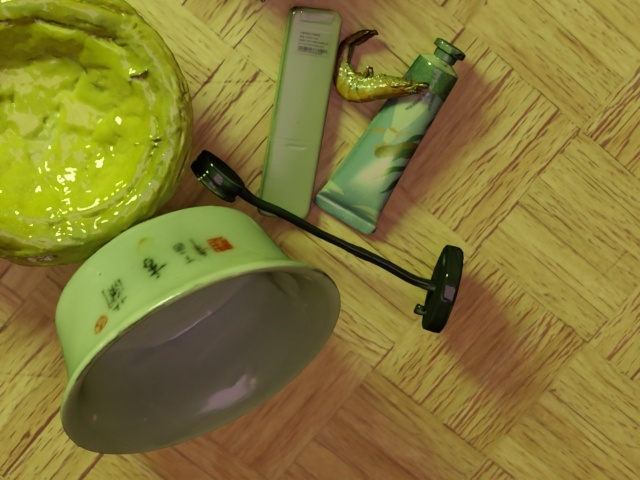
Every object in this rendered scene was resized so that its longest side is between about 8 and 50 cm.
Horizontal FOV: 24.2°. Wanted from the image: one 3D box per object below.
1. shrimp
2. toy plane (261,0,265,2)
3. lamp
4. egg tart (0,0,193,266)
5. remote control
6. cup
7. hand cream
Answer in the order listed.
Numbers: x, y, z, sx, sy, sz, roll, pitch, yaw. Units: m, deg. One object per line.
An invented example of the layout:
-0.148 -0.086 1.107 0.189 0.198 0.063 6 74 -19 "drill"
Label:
0.073 -0.205 1.781 0.127 0.025 0.091 10 93 21 "shrimp"
-0.006 -0.337 1.746 0.167 0.062 0.054 -29 107 11 "toy plane"
0.025 -0.027 1.800 0.371 0.130 0.108 36 105 -11 "lamp"
-0.321 -0.140 1.711 0.345 0.132 0.345 -2 104 -8 "egg tart"
-0.026 -0.153 1.806 0.067 0.029 0.261 7 105 -12 "remote control"
-0.165 0.083 1.727 0.347 0.163 0.347 -23 150 -14 "cup"
0.092 -0.129 1.820 0.088 0.055 0.256 29 105 -16 "hand cream"
